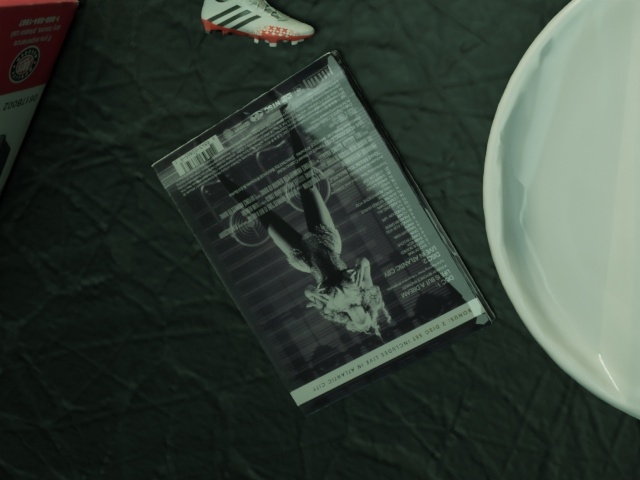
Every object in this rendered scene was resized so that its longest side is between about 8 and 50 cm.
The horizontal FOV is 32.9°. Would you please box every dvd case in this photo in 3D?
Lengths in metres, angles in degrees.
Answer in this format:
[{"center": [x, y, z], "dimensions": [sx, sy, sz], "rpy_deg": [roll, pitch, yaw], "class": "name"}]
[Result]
[{"center": [0.000, 0.000, 0.782], "dimensions": [0.164, 0.018, 0.221], "rpy_deg": [-30, 94, 21], "class": "dvd case"}]

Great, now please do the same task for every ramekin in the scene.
[{"center": [0.239, -0.028, 0.616], "dimensions": [0.273, 0.127, 0.273], "rpy_deg": [1, 92, 25], "class": "ramekin"}]

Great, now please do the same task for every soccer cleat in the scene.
[{"center": [-0.044, -0.156, 0.747], "dimensions": [0.083, 0.029, 0.035], "rpy_deg": [12, 112, 18], "class": "soccer cleat"}]

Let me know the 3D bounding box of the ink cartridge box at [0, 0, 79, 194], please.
[{"center": [-0.322, -0.057, 0.753], "dimensions": [0.131, 0.226, 0.306], "rpy_deg": [30, 112, 9], "class": "ink cartridge box"}]
